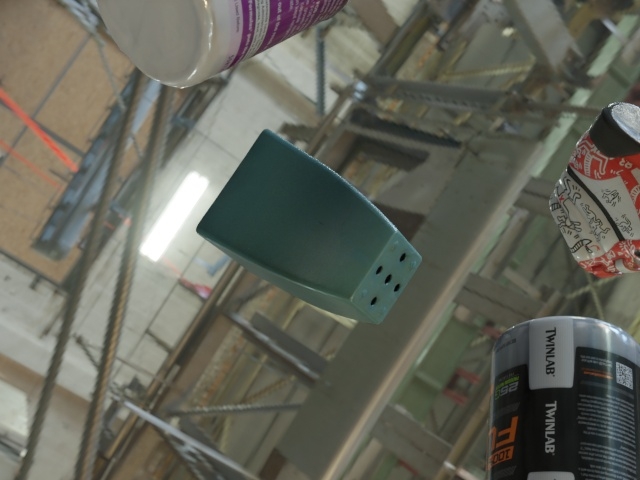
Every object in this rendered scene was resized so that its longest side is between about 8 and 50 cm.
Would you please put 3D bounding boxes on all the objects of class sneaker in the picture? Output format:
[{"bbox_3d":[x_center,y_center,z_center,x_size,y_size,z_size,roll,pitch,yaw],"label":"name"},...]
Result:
[{"bbox_3d":[0.338,0.004,0.877,0.090,0.270,0.145,-24,152,-38],"label":"sneaker"}]

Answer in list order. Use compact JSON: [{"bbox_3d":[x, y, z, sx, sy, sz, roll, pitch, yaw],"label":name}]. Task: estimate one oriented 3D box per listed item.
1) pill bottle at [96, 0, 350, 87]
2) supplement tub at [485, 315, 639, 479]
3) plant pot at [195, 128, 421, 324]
[{"bbox_3d":[-0.061,-0.281,0.913,0.301,0.169,0.169,-35,-174,-37],"label":"pill bottle"},{"bbox_3d":[0.179,0.161,0.668,0.117,0.117,0.190,-32,-142,45],"label":"supplement tub"},{"bbox_3d":[0.000,0.000,1.198,0.234,0.166,0.165,31,-96,32],"label":"plant pot"}]
